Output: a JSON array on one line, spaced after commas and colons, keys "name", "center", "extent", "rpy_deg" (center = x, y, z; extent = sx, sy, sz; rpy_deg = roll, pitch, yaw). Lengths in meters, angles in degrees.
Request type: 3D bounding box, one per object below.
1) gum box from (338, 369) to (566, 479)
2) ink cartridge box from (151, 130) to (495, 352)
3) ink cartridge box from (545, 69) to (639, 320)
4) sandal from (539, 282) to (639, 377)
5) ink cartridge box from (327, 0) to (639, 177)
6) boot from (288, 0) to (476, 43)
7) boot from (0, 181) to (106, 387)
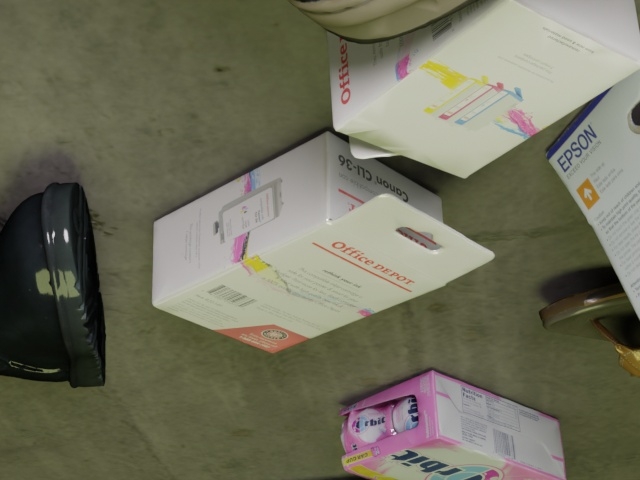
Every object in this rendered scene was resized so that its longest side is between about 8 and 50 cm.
[{"name": "gum box", "center": [0.114, 0.178, 1.210], "extent": [0.107, 0.062, 0.188], "rpy_deg": [-28, 142, 37]}, {"name": "ink cartridge box", "center": [0.000, 0.000, 0.881], "extent": [0.198, 0.067, 0.115], "rpy_deg": [-24, 145, 36]}, {"name": "ink cartridge box", "center": [0.234, -0.015, 0.745], "extent": [0.045, 0.224, 0.223], "rpy_deg": [-15, 159, -27]}, {"name": "sandal", "center": [0.261, 0.081, 1.049], "extent": [0.219, 0.060, 0.090], "rpy_deg": [22, 143, -36]}, {"name": "ink cartridge box", "center": [0.070, -0.102, 0.679], "extent": [0.090, 0.092, 0.143], "rpy_deg": [18, 146, -33]}, {"name": "boot", "center": [0.023, -0.219, 0.434], "extent": [0.284, 0.138, 0.377], "rpy_deg": [21, 149, -35]}, {"name": "boot", "center": [-0.250, 0.044, 0.912], "extent": [0.207, 0.094, 0.246], "rpy_deg": [-3, 157, -7]}]
